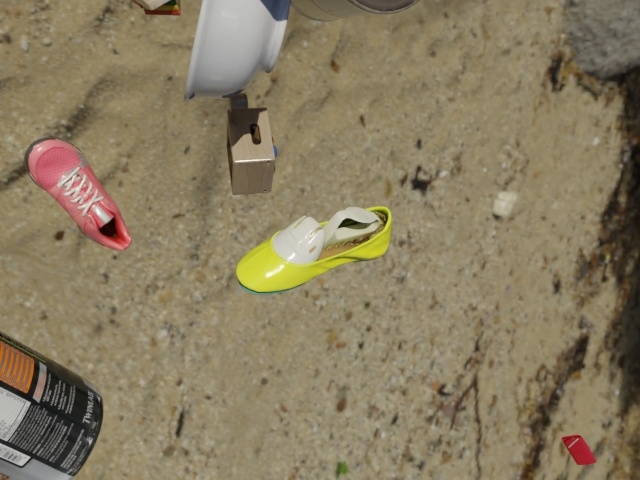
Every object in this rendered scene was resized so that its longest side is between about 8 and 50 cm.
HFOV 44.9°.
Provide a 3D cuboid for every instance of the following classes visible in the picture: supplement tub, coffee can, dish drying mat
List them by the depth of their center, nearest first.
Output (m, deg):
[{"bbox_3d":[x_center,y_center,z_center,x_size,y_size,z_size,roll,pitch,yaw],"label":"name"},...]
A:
[{"bbox_3d":[-0.521,0.242,1.183,0.338,0.207,0.207,43,62,-37],"label":"supplement tub"},{"bbox_3d":[0.403,0.327,1.205,0.083,0.032,0.008,53,30,-35],"label":"dish drying mat"},{"bbox_3d":[0.056,-0.502,1.390,0.202,0.275,0.201,-5,103,-21],"label":"coffee can"}]

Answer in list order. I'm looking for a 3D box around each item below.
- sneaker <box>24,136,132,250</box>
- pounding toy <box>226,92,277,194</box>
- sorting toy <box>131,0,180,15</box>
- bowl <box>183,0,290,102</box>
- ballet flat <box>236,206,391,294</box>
[{"bbox_3d":[-0.486,-0.092,1.620,0.116,0.136,0.314,-46,138,-15],"label":"sneaker"},{"bbox_3d":[-0.138,-0.222,1.544,0.206,0.094,0.181,105,-22,-62],"label":"pounding toy"},{"bbox_3d":[-0.378,-0.672,1.992,0.257,0.255,0.089,-36,138,-16],"label":"sorting toy"},{"bbox_3d":[-0.129,-0.355,1.248,0.298,0.134,0.297,-169,-90,-77],"label":"bowl"},{"bbox_3d":[0.000,0.000,0.946,0.231,0.077,0.077,-15,142,-37],"label":"ballet flat"}]
